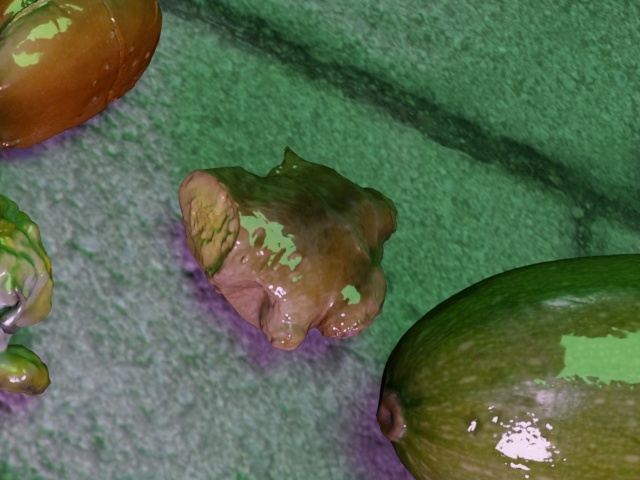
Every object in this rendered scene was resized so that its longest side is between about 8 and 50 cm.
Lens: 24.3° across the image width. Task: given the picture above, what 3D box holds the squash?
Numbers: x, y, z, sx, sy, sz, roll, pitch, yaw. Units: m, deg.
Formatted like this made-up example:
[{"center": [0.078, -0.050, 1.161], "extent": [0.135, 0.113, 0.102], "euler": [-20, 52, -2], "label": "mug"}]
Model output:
[{"center": [0.201, 0.139, 1.413], "extent": [0.308, 0.310, 0.310], "euler": [9, 53, -10], "label": "squash"}]

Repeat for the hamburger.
[{"center": [-0.254, -0.191, 1.416], "extent": [0.144, 0.156, 0.283], "euler": [44, 44, 2], "label": "hamburger"}]

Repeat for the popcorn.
[{"center": [-0.295, 0.054, 1.206], "extent": [0.198, 0.198, 0.212], "euler": [-40, 117, -44], "label": "popcorn"}]

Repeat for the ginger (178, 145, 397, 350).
[{"center": [0.000, 0.000, 1.459], "extent": [0.270, 0.123, 0.219], "euler": [-13, 63, -38], "label": "ginger"}]
